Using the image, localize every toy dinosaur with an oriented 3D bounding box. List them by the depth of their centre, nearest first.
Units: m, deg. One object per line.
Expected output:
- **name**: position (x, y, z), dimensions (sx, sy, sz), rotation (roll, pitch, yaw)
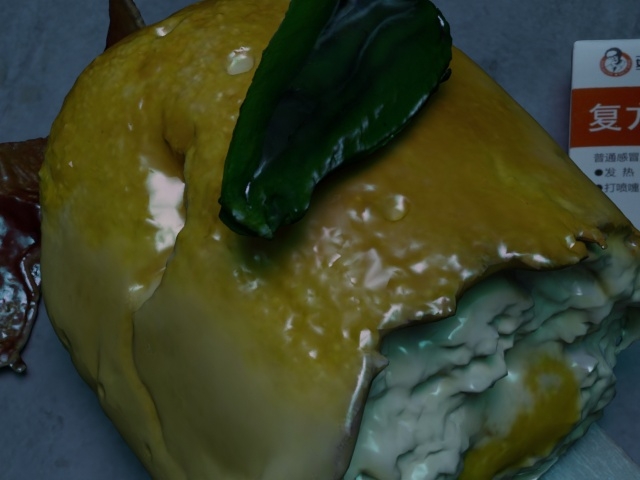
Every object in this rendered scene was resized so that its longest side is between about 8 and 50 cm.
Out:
- **toy dinosaur**: position (-0.230, -0.028, 0.944), dimensions (0.327, 0.113, 0.206), rotation (-34, 72, -16)

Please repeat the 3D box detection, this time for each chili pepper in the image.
- **chili pepper**: position (0.005, -0.082, 0.720), dimensions (0.108, 0.062, 0.216), rotation (21, 57, 10)

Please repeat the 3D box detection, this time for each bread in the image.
- **bread**: position (0.000, 0.000, 0.840), dimensions (0.361, 0.250, 0.394), rotation (-28, 65, -24)

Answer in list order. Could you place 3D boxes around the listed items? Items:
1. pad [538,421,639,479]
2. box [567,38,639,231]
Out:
- **pad**: position (0.176, 0.225, 0.887), dimensions (0.176, 0.002, 0.266), rotation (-36, 69, -18)
- **box**: position (0.370, -0.059, 0.960), dimensions (0.353, 0.069, 0.214), rotation (1, 62, 13)
